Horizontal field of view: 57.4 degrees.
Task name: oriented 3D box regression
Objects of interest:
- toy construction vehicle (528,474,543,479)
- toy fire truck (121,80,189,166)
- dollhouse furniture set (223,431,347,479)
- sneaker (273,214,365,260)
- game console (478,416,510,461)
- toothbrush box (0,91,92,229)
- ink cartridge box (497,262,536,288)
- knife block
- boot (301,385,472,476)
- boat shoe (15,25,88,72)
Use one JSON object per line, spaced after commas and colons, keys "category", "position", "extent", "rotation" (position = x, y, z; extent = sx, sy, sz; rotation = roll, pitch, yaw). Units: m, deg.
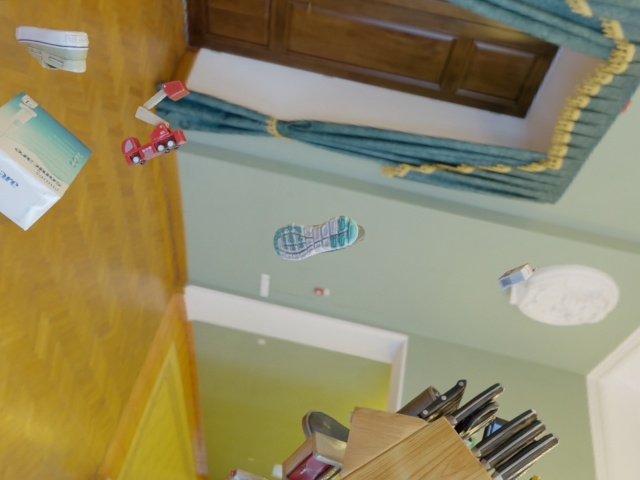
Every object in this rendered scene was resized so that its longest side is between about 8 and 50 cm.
{"category": "toy construction vehicle", "position": [0.432, 0.493, 1.220], "extent": [0.098, 0.086, 0.035], "rotation": [40, 66, -47]}
{"category": "toy fire truck", "position": [-0.370, -0.261, 1.312], "extent": [0.047, 0.192, 0.135], "rotation": [-67, 133, -84]}
{"category": "dollhouse furniture set", "position": [-0.047, 0.356, 0.765], "extent": [0.183, 0.129, 0.129], "rotation": [-51, -156, 26]}
{"category": "sneaker", "position": [0.000, 0.000, 0.967], "extent": [0.076, 0.167, 0.064], "rotation": [7, 79, -59]}
{"category": "game console", "position": [0.457, 0.521, 1.512], "extent": [0.107, 0.071, 0.122], "rotation": [45, 61, -63]}
{"category": "toothbrush box", "position": [-0.683, -0.191, 1.347], "extent": [0.126, 0.216, 0.295], "rotation": [-39, -153, 13]}
{"category": "ink cartridge box", "position": [0.479, 0.082, 1.419], "extent": [0.063, 0.029, 0.115], "rotation": [-29, 176, 35]}
{"category": "knife block", "position": [0.140, 0.288, 0.659], "extent": [0.088, 0.242, 0.275], "rotation": [88, 16, -48]}
{"category": "boot", "position": [0.098, 0.293, 0.908], "extent": [0.208, 0.189, 0.076], "rotation": [-45, 179, 26]}
{"category": "boat shoe", "position": [-0.654, -0.462, 1.410], "extent": [0.109, 0.302, 0.094], "rotation": [-9, 112, -42]}
